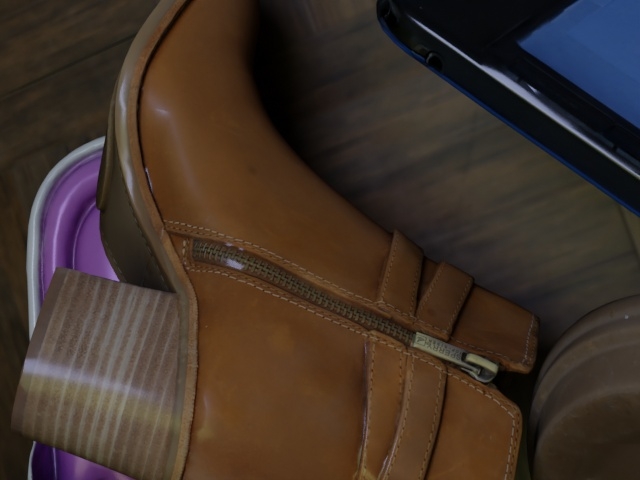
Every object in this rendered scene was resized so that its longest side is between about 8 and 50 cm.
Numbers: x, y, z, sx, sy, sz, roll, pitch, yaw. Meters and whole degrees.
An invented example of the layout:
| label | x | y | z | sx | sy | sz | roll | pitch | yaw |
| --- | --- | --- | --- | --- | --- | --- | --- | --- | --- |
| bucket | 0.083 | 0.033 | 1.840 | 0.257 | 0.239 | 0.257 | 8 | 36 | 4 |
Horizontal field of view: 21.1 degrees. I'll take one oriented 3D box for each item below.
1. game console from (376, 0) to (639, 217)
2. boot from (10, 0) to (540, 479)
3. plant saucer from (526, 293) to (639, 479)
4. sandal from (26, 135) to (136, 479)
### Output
| label | x | y | z | sx | sy | sz | roll | pitch | yaw |
| --- | --- | --- | --- | --- | --- | --- | --- | --- | --- |
| game console | 0.217 | -0.118 | 0.711 | 0.293 | 0.250 | 0.173 | 37 | 133 | 17 |
| boot | 0.000 | 0.000 | 0.796 | 0.220 | 0.283 | 0.109 | 15 | 140 | -3 |
| plant saucer | 0.193 | 0.144 | 0.715 | 0.278 | 0.041 | 0.278 | 32 | 143 | 28 |
| sandal | -0.067 | 0.133 | 0.819 | 0.169 | 0.102 | 0.416 | -19 | 71 | -3 |
